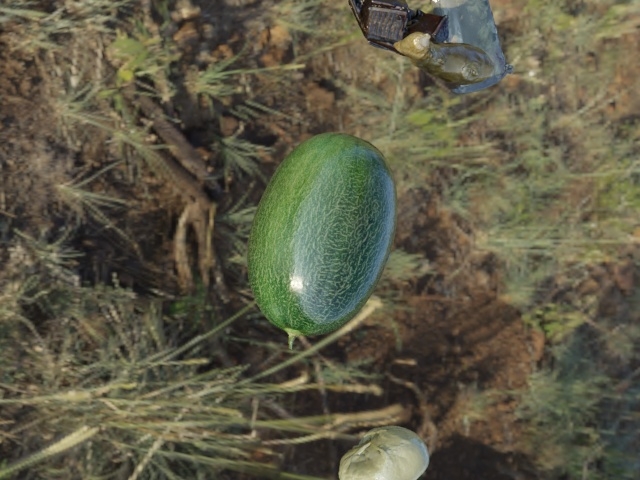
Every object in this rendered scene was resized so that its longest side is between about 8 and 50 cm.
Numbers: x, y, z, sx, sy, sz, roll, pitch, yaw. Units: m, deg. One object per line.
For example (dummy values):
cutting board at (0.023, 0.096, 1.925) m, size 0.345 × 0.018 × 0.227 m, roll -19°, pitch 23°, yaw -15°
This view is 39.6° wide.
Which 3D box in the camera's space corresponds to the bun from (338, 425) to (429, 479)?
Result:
bun at (0.123, 0.439, 1.789) m, size 0.164 × 0.188 × 0.111 m, roll -35°, pitch 100°, yaw -49°

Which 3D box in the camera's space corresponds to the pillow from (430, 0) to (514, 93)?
pillow at (0.328, -0.453, 1.950) m, size 0.169 × 0.059 × 0.255 m, roll -23°, pitch 112°, yaw -12°

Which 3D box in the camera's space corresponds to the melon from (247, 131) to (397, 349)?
melon at (0.000, 0.000, 1.131) m, size 0.182 × 0.182 × 0.288 m, roll 37°, pitch 67°, yaw -45°

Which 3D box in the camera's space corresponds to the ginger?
ginger at (0.230, -0.336, 1.636) m, size 0.333 × 0.148 × 0.081 m, roll -5°, pitch 126°, yaw -56°

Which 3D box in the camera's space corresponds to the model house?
model house at (0.169, -0.463, 1.832) m, size 0.203 × 0.164 × 0.141 m, roll 11°, pitch 77°, yaw -15°
